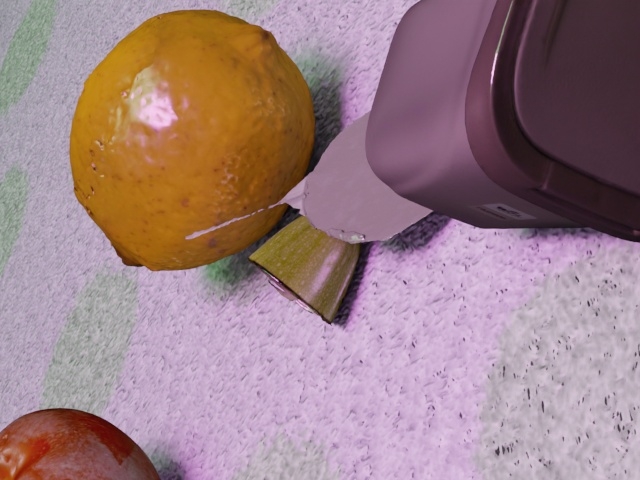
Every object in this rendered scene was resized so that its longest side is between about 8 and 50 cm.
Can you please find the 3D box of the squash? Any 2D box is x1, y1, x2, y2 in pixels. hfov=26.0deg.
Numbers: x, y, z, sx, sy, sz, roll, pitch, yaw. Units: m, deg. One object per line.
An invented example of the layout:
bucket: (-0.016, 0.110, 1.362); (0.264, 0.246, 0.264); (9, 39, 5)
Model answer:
squash: (0.008, 0.001, 1.336); (0.132, 0.105, 0.105); (-52, 28, -6)

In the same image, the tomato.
tomato: (-0.269, 0.318, 1.434); (0.270, 0.222, 0.270); (-32, 31, 22)

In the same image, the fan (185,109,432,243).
fan: (0.001, -0.046, 1.314); (0.310, 0.010, 0.182); (-18, 43, 25)

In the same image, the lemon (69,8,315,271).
lemon: (-0.138, -0.102, 1.472); (0.310, 0.253, 0.253); (-59, 29, 24)

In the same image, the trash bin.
trash bin: (0.167, -0.113, 1.009); (0.250, 0.220, 0.219); (-10, 60, 65)
